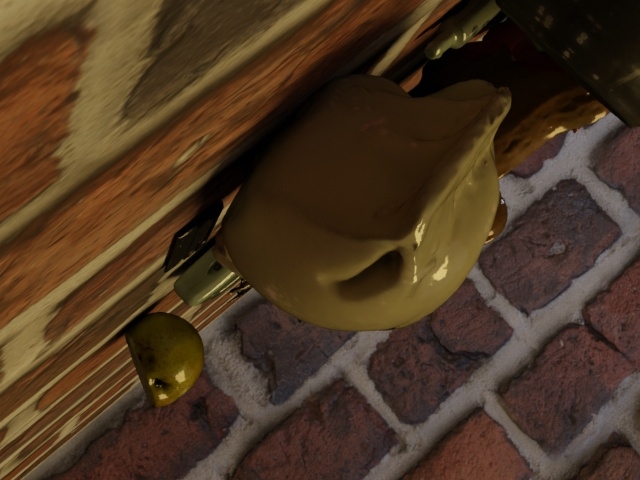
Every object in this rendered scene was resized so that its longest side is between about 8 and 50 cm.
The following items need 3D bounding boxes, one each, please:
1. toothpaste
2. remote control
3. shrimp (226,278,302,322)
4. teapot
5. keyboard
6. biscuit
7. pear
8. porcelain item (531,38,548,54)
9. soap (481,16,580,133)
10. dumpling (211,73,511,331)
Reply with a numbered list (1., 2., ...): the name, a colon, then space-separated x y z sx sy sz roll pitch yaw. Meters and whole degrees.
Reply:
1. toothpaste: 0.206 -0.288 1.510 0.255 0.037 0.067 -44 179 -28
2. remote control: -0.125 0.027 1.825 0.140 0.056 0.296 -40 179 5
3. shrimp: -0.005 -0.001 2.236 0.410 0.166 0.221 -54 -177 -32
4. teapot: 0.377 -0.318 1.392 0.344 0.253 0.300 -46 -162 10
5. keyboard: -0.147 -0.002 1.475 0.067 0.011 0.202 -38 177 -16
6. biscuit: 0.152 -0.125 1.569 0.394 0.076 0.368 -38 -151 -21
7. pear: -0.222 0.169 1.887 0.104 0.141 0.141 -19 174 -10
8. porcelain item: 0.420 -0.336 1.689 0.281 0.157 0.286 -29 -165 28
9. soap: 0.360 -0.283 1.980 0.127 0.220 0.325 -51 173 26
10. dumpling: 0.054 -0.051 1.284 0.315 0.233 0.395 -43 -167 -30
